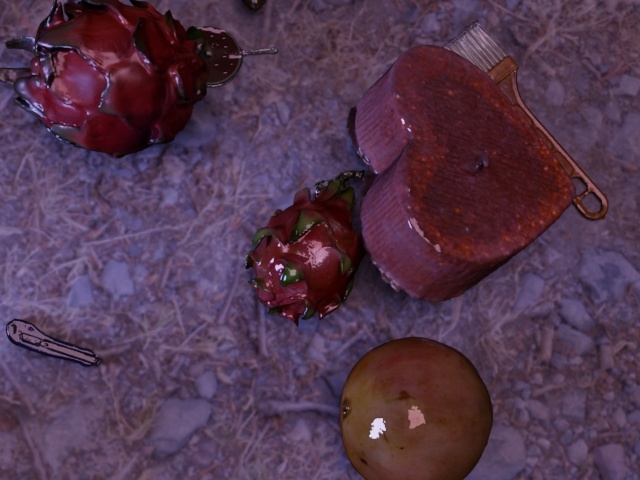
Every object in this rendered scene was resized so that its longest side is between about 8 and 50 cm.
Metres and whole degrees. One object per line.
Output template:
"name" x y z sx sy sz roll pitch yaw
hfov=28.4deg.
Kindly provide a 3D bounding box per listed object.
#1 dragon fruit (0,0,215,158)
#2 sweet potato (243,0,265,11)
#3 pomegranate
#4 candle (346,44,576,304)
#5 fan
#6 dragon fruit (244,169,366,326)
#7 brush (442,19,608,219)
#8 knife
"dragon fruit" -0.260 -0.195 1.516 0.274 0.192 0.193 -8 86 1
"sweet potato" -0.141 -0.446 1.643 0.124 0.098 0.310 -42 88 5
"pomegranate" 0.113 0.205 1.484 0.191 0.191 0.191 2 76 -9
"candle" 0.186 -0.077 1.549 0.287 0.131 0.317 18 56 -23
"fan" -0.120 -0.242 1.643 0.133 0.005 0.085 -7 77 -10
"dragon fruit" 0.003 0.002 1.546 0.137 0.135 0.236 42 54 3
"brush" 0.278 -0.151 1.682 0.090 0.017 0.314 -38 86 -13
"knife" -0.320 0.125 1.516 0.121 0.018 0.031 20 76 -6
